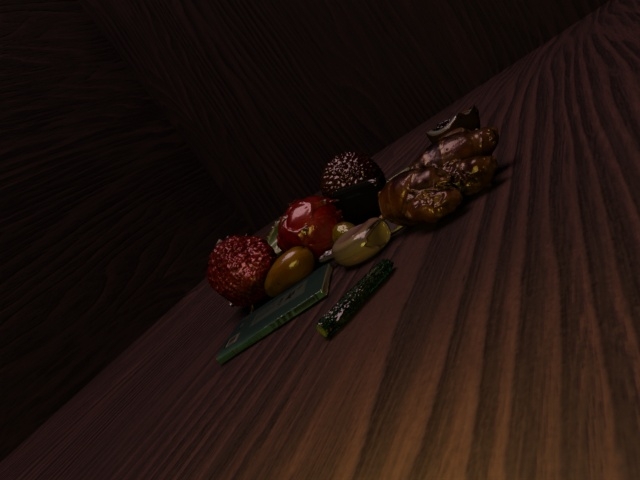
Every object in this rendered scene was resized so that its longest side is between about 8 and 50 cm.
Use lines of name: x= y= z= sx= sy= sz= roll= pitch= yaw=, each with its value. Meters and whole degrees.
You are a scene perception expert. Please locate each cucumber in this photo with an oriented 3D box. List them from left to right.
cucumber: x=0.086 y=0.119 z=1.100 sx=0.256 sy=0.043 sz=0.044 roll=-41 pitch=16 yaw=-30

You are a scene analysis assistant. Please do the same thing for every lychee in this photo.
lychee: x=0.131 y=-0.209 z=1.864 sx=0.267 sy=0.268 sz=0.267 roll=-35 pitch=10 yaw=7

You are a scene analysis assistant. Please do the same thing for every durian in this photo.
durian: x=-0.166 y=0.002 z=2.494 sx=0.394 sy=0.163 sz=0.198 roll=-41 pitch=49 yaw=-4

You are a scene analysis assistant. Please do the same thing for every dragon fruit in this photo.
dragon fruit: x=-0.033 y=-0.036 z=1.725 sx=0.252 sy=0.241 sz=0.241 roll=-11 pitch=10 yaw=-1

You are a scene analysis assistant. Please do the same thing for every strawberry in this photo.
strawberry: x=-0.279 y=0.135 z=1.804 sx=0.292 sy=0.292 sz=0.343 roll=-35 pitch=28 yaw=6

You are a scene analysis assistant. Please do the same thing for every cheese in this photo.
cheese: x=0.084 y=0.017 z=1.466 sx=0.163 sy=0.082 sz=0.286 roll=-42 pitch=11 yaw=-32

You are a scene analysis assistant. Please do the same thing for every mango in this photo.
mango: x=-0.107 y=0.110 z=1.620 sx=0.136 sy=0.099 sz=0.227 roll=9 pitch=-47 yaw=-47

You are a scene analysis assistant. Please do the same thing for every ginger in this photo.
ginger: x=0.321 y=-0.168 z=1.309 sx=0.357 sy=0.152 sz=0.274 roll=-40 pitch=10 yaw=-8

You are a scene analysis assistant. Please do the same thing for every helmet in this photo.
helmet: x=0.501 y=-0.393 z=1.818 sx=0.198 sy=0.130 sz=0.224 roll=-22 pitch=6 yaw=42

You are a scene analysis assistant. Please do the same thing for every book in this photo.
book: x=-0.127 y=0.205 z=1.476 sx=0.379 sy=0.031 sz=0.264 roll=-34 pitch=10 yaw=14
book: x=0.249 y=-0.071 z=1.516 sx=0.127 sy=0.014 sz=0.182 roll=-35 pitch=10 yaw=9

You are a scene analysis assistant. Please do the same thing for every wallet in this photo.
wallet: x=0.138 y=-0.126 z=1.699 sx=0.250 sy=0.149 sz=0.044 roll=-12 pitch=28 yaw=49

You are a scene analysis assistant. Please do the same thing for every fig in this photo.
fig: x=0.111 y=-0.008 z=1.592 sx=0.166 sy=0.093 sz=0.093 roll=14 pitch=45 yaw=41

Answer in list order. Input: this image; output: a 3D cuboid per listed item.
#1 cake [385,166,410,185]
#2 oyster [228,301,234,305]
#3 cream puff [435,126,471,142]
cake: x=0.279 y=-0.197 z=1.768 sx=0.100 sy=0.099 sz=0.235 roll=-34 pitch=9 yaw=2
oyster: x=-0.310 y=0.195 z=2.099 sx=0.209 sy=0.072 sz=0.132 roll=-59 pitch=21 yaw=-12
cream puff: x=0.432 y=-0.283 z=1.580 sx=0.150 sy=0.115 sz=0.165 roll=-43 pitch=19 yaw=1
